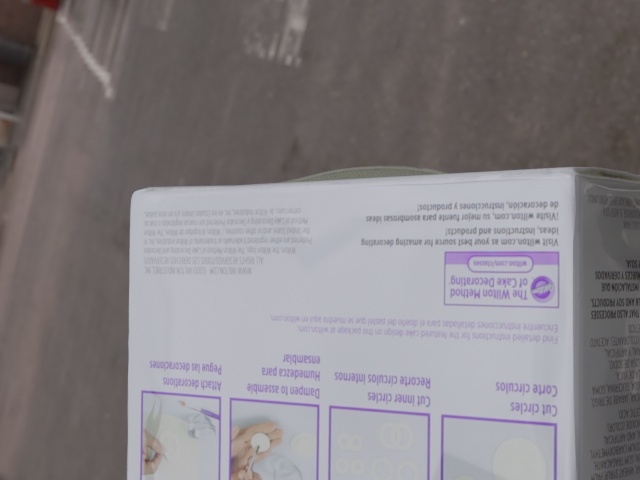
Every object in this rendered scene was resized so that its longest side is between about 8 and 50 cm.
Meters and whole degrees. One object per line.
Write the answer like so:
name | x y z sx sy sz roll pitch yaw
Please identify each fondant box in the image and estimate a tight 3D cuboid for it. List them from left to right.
fondant box | 0.029 0.138 0.651 0.238 0.096 0.330 0 87 39

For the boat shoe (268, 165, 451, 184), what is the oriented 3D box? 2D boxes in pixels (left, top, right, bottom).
boat shoe | 0.000 0.000 1.036 0.084 0.233 0.079 -92 -9 -62
